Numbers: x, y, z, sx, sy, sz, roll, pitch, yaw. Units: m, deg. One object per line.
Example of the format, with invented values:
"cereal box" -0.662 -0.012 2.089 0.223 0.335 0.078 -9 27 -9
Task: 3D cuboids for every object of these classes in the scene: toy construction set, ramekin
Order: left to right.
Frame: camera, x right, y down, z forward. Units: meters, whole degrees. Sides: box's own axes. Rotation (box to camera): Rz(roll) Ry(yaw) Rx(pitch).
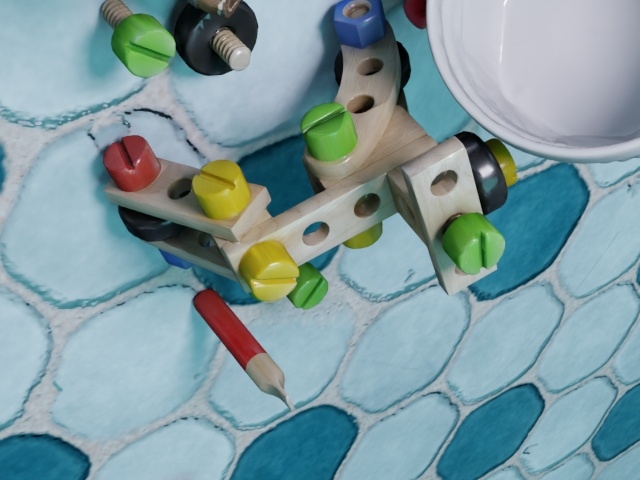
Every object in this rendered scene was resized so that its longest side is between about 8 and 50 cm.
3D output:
"toy construction set" 0.000 0.000 0.781 0.258 0.237 0.308 -16 135 -30
"ramekin" 0.184 -0.147 0.722 0.207 0.207 0.109 -52 159 10

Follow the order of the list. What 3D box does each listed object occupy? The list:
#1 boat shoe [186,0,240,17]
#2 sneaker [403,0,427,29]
"boat shoe" 0.031 -0.258 0.634 0.116 0.123 0.324 35 104 -7
"sneaker" 0.090 -0.229 0.774 0.094 0.081 0.208 -30 140 -13
